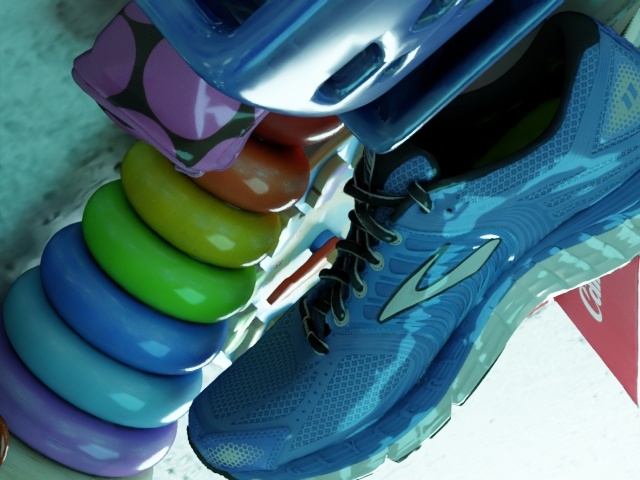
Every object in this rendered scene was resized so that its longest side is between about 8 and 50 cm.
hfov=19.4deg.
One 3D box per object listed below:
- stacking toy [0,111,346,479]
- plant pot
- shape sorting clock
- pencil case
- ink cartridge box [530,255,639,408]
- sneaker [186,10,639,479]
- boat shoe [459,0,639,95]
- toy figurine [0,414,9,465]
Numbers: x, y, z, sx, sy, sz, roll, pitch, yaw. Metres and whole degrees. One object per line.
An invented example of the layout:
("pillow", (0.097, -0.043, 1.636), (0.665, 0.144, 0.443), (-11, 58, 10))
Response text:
("stacking toy", (-0.084, -0.004, 1.041), (0.141, 0.141, 0.330), (5, 124, -53))
("plant pot", (0.017, -0.185, 0.750), (0.236, 0.236, 0.212), (-42, 158, 8))
("shape sorting clock", (0.000, 0.000, 1.181), (0.206, 0.040, 0.206), (-43, 164, -15))
("pencil case", (-0.019, -0.124, 0.915), (0.209, 0.098, 0.095), (-45, -169, 5))
("ink cartridge box", (0.258, -0.008, 1.416), (0.272, 0.130, 0.309), (-33, 153, -7))
("sneaker", (0.046, -0.001, 1.010), (0.330, 0.130, 0.147), (-42, 123, 6))
("boat shoe", (0.152, -0.172, 1.056), (0.324, 0.116, 0.097), (-43, 148, 2))
("toy figurine", (-0.257, 0.192, 1.001), (0.209, 0.213, 0.148), (-14, -179, 43))
